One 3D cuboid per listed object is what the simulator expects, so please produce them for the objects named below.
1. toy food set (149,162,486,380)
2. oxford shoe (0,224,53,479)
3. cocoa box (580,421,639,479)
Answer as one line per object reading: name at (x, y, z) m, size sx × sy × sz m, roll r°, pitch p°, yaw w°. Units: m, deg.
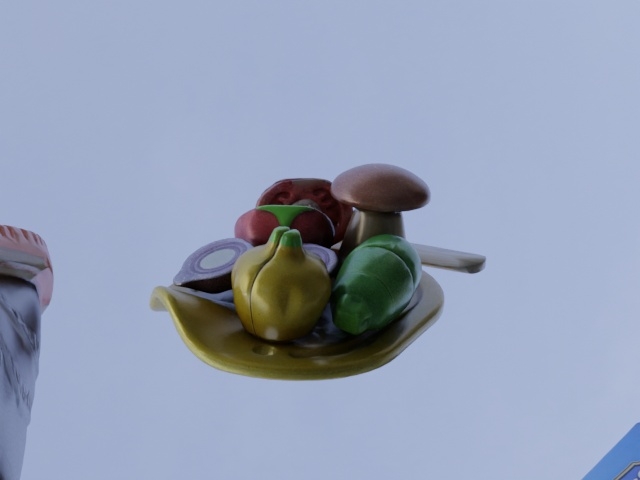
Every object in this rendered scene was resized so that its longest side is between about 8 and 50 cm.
toy food set at (0.000, 0.000, 0.990) m, size 0.218 × 0.128 × 0.071 m, roll -37°, pitch -44°, yaw -62°
oxford shoe at (-0.156, 0.055, 0.662) m, size 0.130 × 0.364 × 0.133 m, roll -6°, pitch -100°, yaw -4°
cocoa box at (0.260, 0.338, 1.277) m, size 0.231 × 0.228 × 0.347 m, roll -39°, pitch -53°, yaw -30°
